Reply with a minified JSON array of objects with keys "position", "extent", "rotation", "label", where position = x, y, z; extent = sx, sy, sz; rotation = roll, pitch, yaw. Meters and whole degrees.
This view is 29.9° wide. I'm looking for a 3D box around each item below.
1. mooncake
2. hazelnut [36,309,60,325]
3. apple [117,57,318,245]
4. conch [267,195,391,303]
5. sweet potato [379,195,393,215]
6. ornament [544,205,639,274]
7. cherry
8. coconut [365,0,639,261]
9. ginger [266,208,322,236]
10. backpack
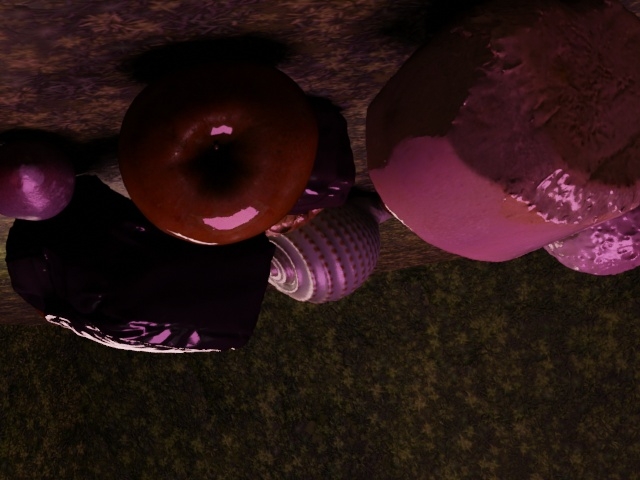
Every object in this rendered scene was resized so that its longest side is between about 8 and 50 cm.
[{"position":[-0.092,-0.103,1.704],"extent":[0.282,0.141,0.283],"rotation":[-4,172,-1],"label":"mooncake"},{"position":[-0.454,0.077,2.393],"extent":[0.217,0.217,0.251],"rotation":[-14,177,41],"label":"hazelnut"},{"position":[-0.120,-0.108,1.401],"extent":[0.236,0.237,0.207],"rotation":[-7,-171,1],"label":"apple"},{"position":[-0.003,0.017,2.389],"extent":[0.319,0.215,0.303],"rotation":[0,180,-37],"label":"conch"},{"position":[0.156,-0.080,2.312],"extent":[0.074,0.075,0.269],"rotation":[-9,175,11],"label":"sweet potato"},{"position":[0.495,-0.065,2.075],"extent":[0.225,0.260,0.259],"rotation":[4,167,-34],"label":"ornament"},{"position":[-0.430,-0.082,1.638],"extent":[0.188,0.115,0.148],"rotation":[0,-170,-10],"label":"cherry"},{"position":[0.210,-0.127,1.351],"extent":[0.297,0.298,0.309],"rotation":[-3,169,-30],"label":"coconut"},{"position":[-0.092,-0.061,2.119],"extent":[0.216,0.102,0.157],"rotation":[-11,-161,-11],"label":"ginger"},{"position":[-0.302,0.030,1.860],"extent":[0.445,0.255,0.363],"rotation":[6,178,45],"label":"backpack"}]
